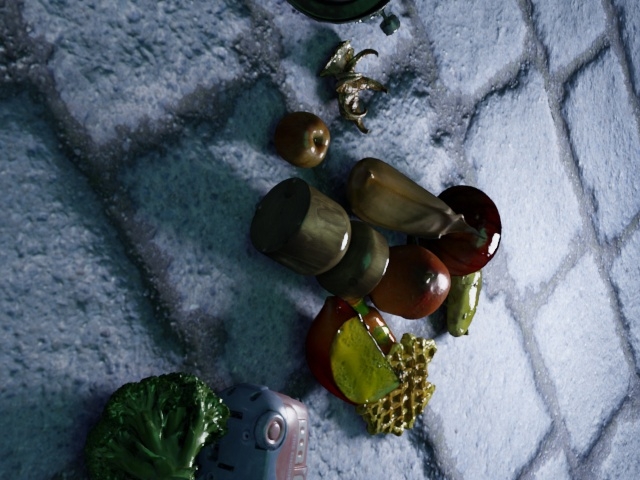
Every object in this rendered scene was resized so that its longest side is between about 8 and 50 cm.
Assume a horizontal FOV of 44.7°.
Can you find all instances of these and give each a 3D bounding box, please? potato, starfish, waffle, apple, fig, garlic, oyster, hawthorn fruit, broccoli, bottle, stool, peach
[{"bbox_3d":[0.383,0.151,2.096,0.117,0.090,0.225,10,89,-63],"label":"potato"},{"bbox_3d":[0.095,-0.348,1.834,0.146,0.074,0.189,-47,141,-37],"label":"starfish"},{"bbox_3d":[0.203,0.362,1.925,0.291,0.051,0.291,-20,121,-38],"label":"waffle"},{"bbox_3d":[-0.039,-0.224,1.703,0.126,0.102,0.125,0,90,-43],"label":"apple"},{"bbox_3d":[0.350,-0.025,1.977,0.214,0.235,0.235,42,63,-19],"label":"fig"},{"bbox_3d":[0.206,-0.074,1.845,0.339,0.196,0.151,29,91,-14],"label":"garlic"},{"bbox_3d":[0.039,-0.425,1.816,0.132,0.029,0.086,-24,119,-49],"label":"oyster"},{"bbox_3d":[0.221,0.096,1.843,0.200,0.251,0.199,1,84,-14],"label":"hawthorn fruit"},{"bbox_3d":[-0.290,0.369,1.417,0.269,0.241,0.261,-11,121,-13],"label":"broccoli"},{"bbox_3d":[0.114,0.193,1.873,0.069,0.069,0.187,-50,120,-29],"label":"bottle"},{"bbox_3d":[0.000,0.000,1.691,0.264,0.179,0.179,33,69,-38],"label":"stool"},{"bbox_3d":[0.043,0.252,1.748,0.154,0.159,0.267,-43,117,-20],"label":"peach"}]

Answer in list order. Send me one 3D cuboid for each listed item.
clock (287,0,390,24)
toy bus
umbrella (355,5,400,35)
[{"bbox_3d":[0.036,-0.636,1.687,0.325,0.067,0.324,-4,107,-13],"label":"clock"},{"bbox_3d":[-0.124,0.442,1.589,0.232,0.197,0.294,17,78,-52],"label":"toy bus"},{"bbox_3d":[0.065,-0.617,1.795,0.143,0.094,0.349,-48,117,-8],"label":"umbrella"}]
